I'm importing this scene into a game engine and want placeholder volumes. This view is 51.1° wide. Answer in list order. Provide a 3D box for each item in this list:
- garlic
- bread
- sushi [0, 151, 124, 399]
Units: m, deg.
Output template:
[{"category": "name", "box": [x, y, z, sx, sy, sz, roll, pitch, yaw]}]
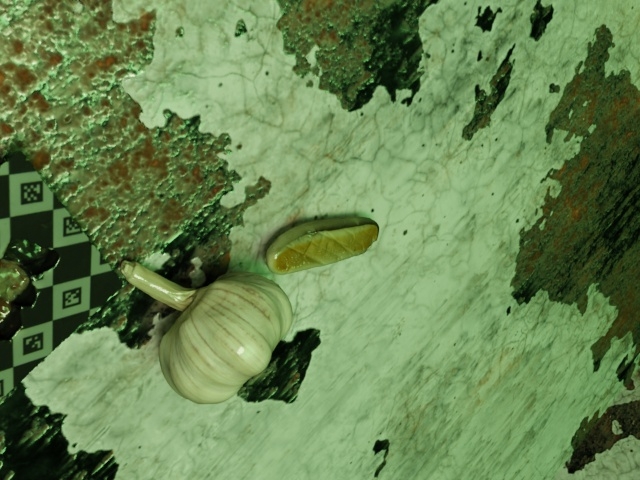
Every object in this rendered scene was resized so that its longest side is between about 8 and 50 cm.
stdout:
[{"category": "garlic", "box": [-0.165, 0.096, 0.874, 0.226, 0.199, 0.199, 38, 83, -10]}, {"category": "bread", "box": [0.001, 0.000, 1.006, 0.214, 0.053, 0.073, -13, 123, -38]}, {"category": "sushi", "box": [-0.359, 0.047, 0.727, 0.219, 0.047, 0.231, -46, 142, -22]}]
